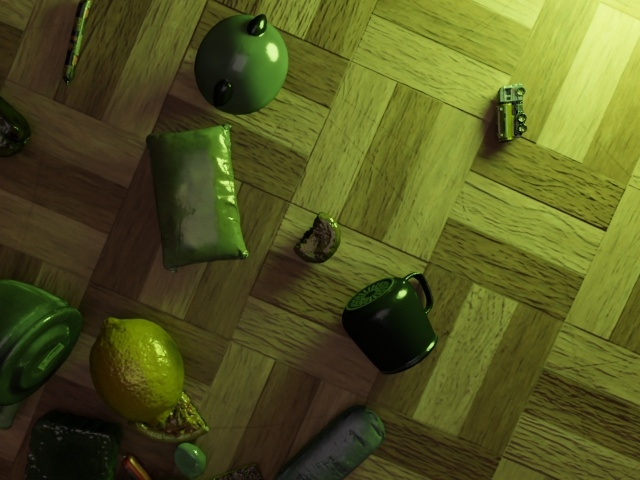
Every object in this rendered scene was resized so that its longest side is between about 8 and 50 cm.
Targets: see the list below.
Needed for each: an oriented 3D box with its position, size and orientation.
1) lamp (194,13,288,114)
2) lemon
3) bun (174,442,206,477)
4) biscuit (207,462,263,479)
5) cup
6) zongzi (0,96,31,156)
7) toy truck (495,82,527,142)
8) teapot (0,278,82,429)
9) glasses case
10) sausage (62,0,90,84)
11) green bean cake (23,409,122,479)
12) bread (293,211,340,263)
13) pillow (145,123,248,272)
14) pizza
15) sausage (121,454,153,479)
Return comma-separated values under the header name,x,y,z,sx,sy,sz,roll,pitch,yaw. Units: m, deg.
name,x,y,z,sx,sy,sz,roll,pitch,yaw
lamp,-0.158,-0.347,1.515,0.198,0.244,0.197,-1,96,-6
lemon,-0.382,0.272,1.582,0.188,0.188,0.256,-29,89,1
bun,-0.285,0.482,1.666,0.083,0.045,0.083,9,111,23
biscuit,-0.162,0.623,1.693,0.131,0.025,0.230,-21,94,1
cup,0.167,0.166,1.609,0.223,0.169,0.176,-37,99,-29
zongzi,-0.734,-0.339,1.563,0.286,0.138,0.300,11,92,-4
toy truck,0.408,-0.274,1.625,0.063,0.052,0.123,-3,96,5
teapot,-0.663,0.208,1.593,0.239,0.321,0.239,34,53,12
glasses case,0.019,0.477,1.664,0.282,0.067,0.109,-41,96,3
sausage,-0.520,-0.429,1.611,0.025,0.028,0.198,12,95,-25
green bean cake,-0.537,0.476,1.641,0.183,0.094,0.185,11,94,-2
bread,0.000,0.000,1.634,0.082,0.060,0.113,39,94,-3
pillow,-0.263,-0.089,1.616,0.185,0.075,0.302,-7,92,-3
pizza,-0.327,0.383,1.665,0.178,0.041,0.131,17,92,-2
sausage,-0.399,0.526,1.678,0.034,0.034,0.129,-38,93,2
